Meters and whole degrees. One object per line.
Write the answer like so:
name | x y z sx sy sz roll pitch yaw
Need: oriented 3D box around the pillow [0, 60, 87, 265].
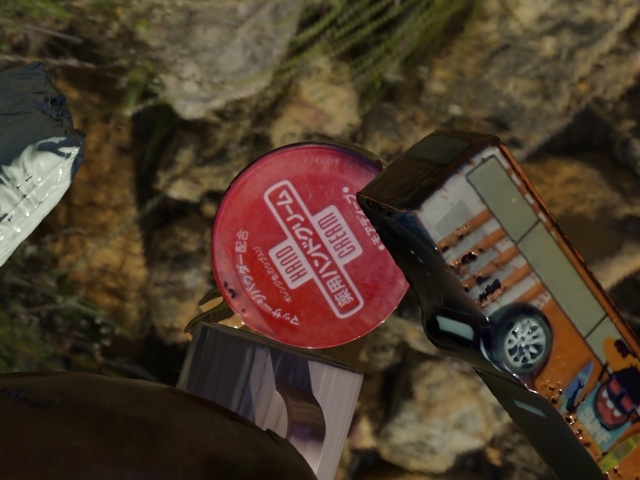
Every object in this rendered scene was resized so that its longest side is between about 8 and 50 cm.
pillow | -0.418 -0.067 1.716 0.310 0.283 0.138 -47 122 2

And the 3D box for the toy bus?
toy bus | 0.170 0.107 0.900 0.092 0.093 0.409 -43 112 -14

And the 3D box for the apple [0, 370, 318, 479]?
apple | -0.168 0.271 0.924 0.374 0.384 0.374 8 70 -22

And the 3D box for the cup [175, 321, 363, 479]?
cup | -0.088 0.241 1.530 0.288 0.208 0.273 38 69 -78

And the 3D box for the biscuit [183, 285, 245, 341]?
biscuit | -0.092 0.078 2.267 0.044 0.295 0.186 57 24 -21

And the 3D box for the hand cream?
hand cream | 0.000 0.000 1.290 0.125 0.193 0.193 -23 128 -80
